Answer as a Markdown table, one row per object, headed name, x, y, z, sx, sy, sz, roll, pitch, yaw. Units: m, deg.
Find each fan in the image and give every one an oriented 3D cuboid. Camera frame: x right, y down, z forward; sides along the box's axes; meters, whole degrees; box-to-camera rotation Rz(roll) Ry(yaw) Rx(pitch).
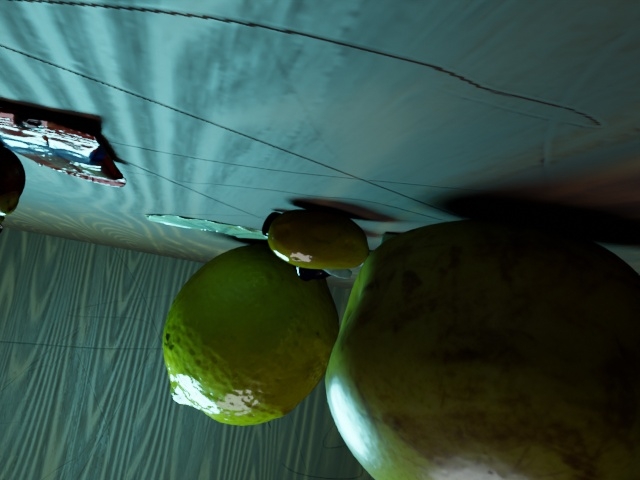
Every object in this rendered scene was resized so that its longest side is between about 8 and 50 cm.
| name | x | y | z | sx | sy | sz | roll | pitch | yaw |
| --- | --- | --- | --- | --- | --- | --- | --- | --- | --- |
| fan | -0.175 | -0.022 | 1.108 | 0.240 | 0.009 | 0.131 | 9 | 172 | 14 |

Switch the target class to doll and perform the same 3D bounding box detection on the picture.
| name | x | y | z | sx | sy | sz | roll | pitch | yaw |
| --- | --- | --- | --- | --- | --- | --- | --- | --- | --- |
| doll | -0.012 | 0.015 | 0.880 | 0.096 | 0.070 | 0.195 | 24 | 173 | 22 |

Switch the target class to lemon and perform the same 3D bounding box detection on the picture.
| name | x | y | z | sx | sy | sz | roll | pitch | yaw |
| --- | --- | --- | --- | --- | --- | --- | --- | --- | --- |
| lemon | -0.126 | 0.173 | 1.310 | 0.336 | 0.336 | 0.336 | 10 | 175 | 1 |

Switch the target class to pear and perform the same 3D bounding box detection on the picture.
| name | x | y | z | sx | sy | sz | roll | pitch | yaw |
| --- | --- | --- | --- | --- | --- | --- | --- | --- | --- |
| pear | 0.141 | 0.110 | 0.595 | 0.281 | 0.281 | 0.281 | 10 | 175 | 1 |

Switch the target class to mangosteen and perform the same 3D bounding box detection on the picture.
| name | x | y | z | sx | sy | sz | roll | pitch | yaw |
| --- | --- | --- | --- | --- | --- | --- | --- | --- | --- |
| mangosteen | -0.314 | -0.053 | 0.651 | 0.081 | 0.081 | 0.081 | 10 | 175 | 1 |

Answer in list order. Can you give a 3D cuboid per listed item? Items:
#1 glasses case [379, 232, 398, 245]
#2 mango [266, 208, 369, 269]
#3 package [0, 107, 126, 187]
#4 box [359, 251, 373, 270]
| name | x | y | z | sx | sy | sz | roll | pitch | yaw |
| --- | --- | --- | --- | --- | --- | --- | --- | --- | --- |
| glasses case | 0.119 | 0.026 | 0.896 | 0.078 | 0.039 | 0.184 | 8 | 174 | 11 |
| mango | 0.000 | 0.000 | 0.736 | 0.114 | 0.060 | 0.080 | 8 | 179 | -23 |
| package | -0.207 | -0.071 | 0.572 | 0.083 | 0.022 | 0.200 | 10 | 174 | -9 |
| box | 0.092 | 0.038 | 1.155 | 0.090 | 0.024 | 0.167 | 7 | 173 | 23 |
